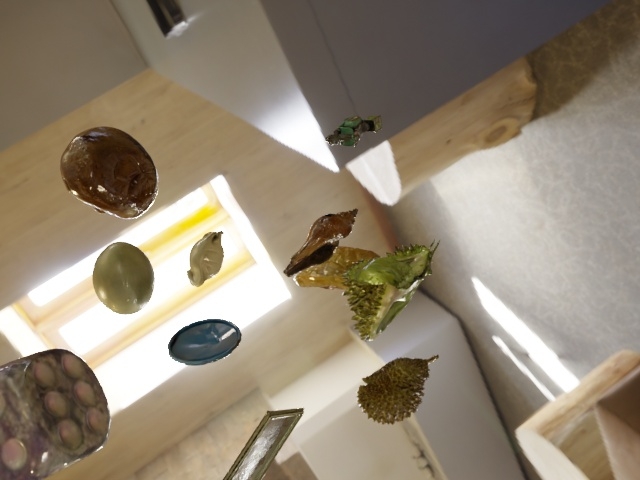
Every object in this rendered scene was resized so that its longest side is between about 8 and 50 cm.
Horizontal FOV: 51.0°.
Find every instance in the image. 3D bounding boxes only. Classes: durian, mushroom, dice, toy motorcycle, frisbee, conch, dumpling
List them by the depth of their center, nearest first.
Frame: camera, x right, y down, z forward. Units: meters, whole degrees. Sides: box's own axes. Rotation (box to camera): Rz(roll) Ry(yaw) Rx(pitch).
[{"bbox_3d":[0.148,0.105,1.369,0.352,0.169,0.158,-25,-83,-65],"label":"durian"},{"bbox_3d":[0.182,0.316,1.421,0.102,0.208,0.146,30,149,50],"label":"durian"},{"bbox_3d":[-0.454,-0.153,1.490,0.138,0.194,0.231,9,175,42],"label":"mushroom"},{"bbox_3d":[-0.679,0.422,1.559,0.270,0.271,0.270,64,-165,6],"label":"dice"},{"bbox_3d":[0.000,-0.001,1.587,0.086,0.233,0.080,46,178,-37],"label":"conch"},{"bbox_3d":[0.089,-0.300,1.847,0.100,0.173,0.058,7,121,36],"label":"toy motorcycle"},{"bbox_3d":[-0.337,0.053,1.899,0.134,0.100,0.169,-12,74,48],"label":"dumpling"},{"bbox_3d":[-0.371,0.332,2.156,0.242,0.242,0.045,40,142,56],"label":"frisbee"}]

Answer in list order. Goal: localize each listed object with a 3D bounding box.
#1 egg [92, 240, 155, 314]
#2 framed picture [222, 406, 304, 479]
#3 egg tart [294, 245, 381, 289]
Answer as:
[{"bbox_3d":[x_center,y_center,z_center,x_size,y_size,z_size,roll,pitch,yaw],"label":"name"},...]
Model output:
[{"bbox_3d":[-0.609,0.117,2.079,0.186,0.187,0.253,45,142,45],"label":"egg"},{"bbox_3d":[-0.141,0.484,1.475,0.017,0.274,0.217,34,-177,22],"label":"framed picture"},{"bbox_3d":[0.083,0.086,1.904,0.319,0.319,0.128,161,116,-79],"label":"egg tart"}]
